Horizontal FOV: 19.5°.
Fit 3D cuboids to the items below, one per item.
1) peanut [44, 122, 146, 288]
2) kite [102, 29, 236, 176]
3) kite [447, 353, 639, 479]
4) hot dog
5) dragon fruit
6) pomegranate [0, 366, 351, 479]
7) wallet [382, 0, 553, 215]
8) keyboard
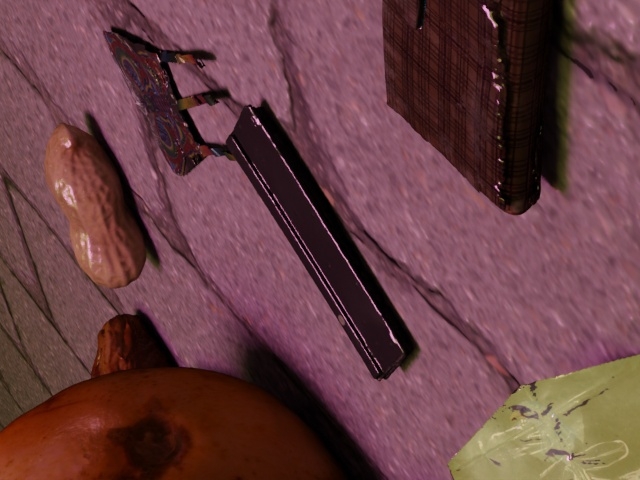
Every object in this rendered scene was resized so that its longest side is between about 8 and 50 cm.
[{"bbox_3d":[-0.239,-0.037,1.960,0.082,0.082,0.187,30,143,60],"label":"peanut"},{"bbox_3d":[-0.120,-0.116,1.609,0.152,0.015,0.285,63,166,-15],"label":"kite"},{"bbox_3d":[0.196,0.219,1.087,0.169,0.015,0.310,-30,88,38],"label":"kite"},{"bbox_3d":[-0.199,0.196,2.172,0.227,0.099,0.160,52,161,21],"label":"hot dog"},{"bbox_3d":[0.154,0.150,1.127,0.131,0.097,0.063,-51,36,37],"label":"dragon fruit"},{"bbox_3d":[-0.145,0.326,1.720,0.416,0.417,0.416,52,161,27],"label":"pomegranate"},{"bbox_3d":[0.076,-0.124,0.986,0.124,0.042,0.230,46,158,32],"label":"wallet"},{"bbox_3d":[0.001,0.000,1.428,0.231,0.023,0.072,58,155,11],"label":"keyboard"}]
